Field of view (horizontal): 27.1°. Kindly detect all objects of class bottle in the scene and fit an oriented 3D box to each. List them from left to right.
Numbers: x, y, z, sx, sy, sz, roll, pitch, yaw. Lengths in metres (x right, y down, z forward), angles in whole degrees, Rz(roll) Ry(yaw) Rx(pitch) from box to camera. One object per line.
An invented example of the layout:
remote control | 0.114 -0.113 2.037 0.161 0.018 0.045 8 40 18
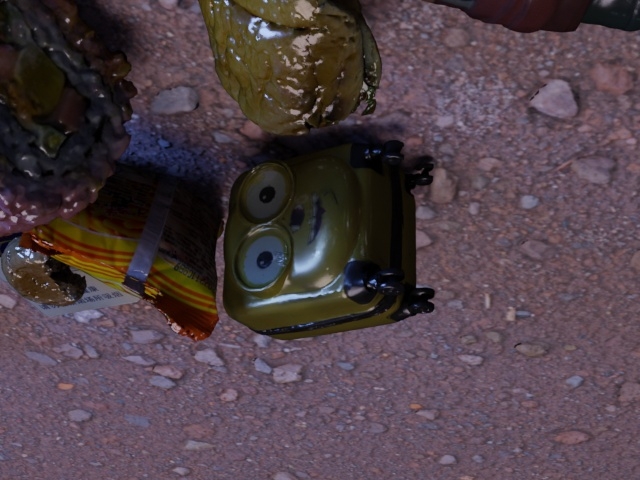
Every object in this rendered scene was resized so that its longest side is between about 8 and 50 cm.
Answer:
bottle | 0.154 -0.248 1.086 0.271 0.143 0.156 14 173 -2

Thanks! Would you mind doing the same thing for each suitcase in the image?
suitcase | 0.000 0.000 1.460 0.235 0.194 0.143 -12 156 31

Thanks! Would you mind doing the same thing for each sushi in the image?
sushi | -0.332 -0.134 1.300 0.171 0.236 0.270 -6 133 48

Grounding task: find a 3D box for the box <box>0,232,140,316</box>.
box | -0.355 -0.002 1.673 0.168 0.071 0.259 -11 143 28

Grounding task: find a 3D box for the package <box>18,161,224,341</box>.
package | -0.209 -0.013 1.491 0.223 0.288 0.108 22 107 -11

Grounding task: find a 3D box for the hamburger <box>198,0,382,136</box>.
hamburger | -0.038 -0.185 1.184 0.183 0.130 0.206 36 165 37

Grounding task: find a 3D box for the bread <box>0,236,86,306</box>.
bread | -0.336 0.031 1.598 0.082 0.060 0.113 -4 143 16
